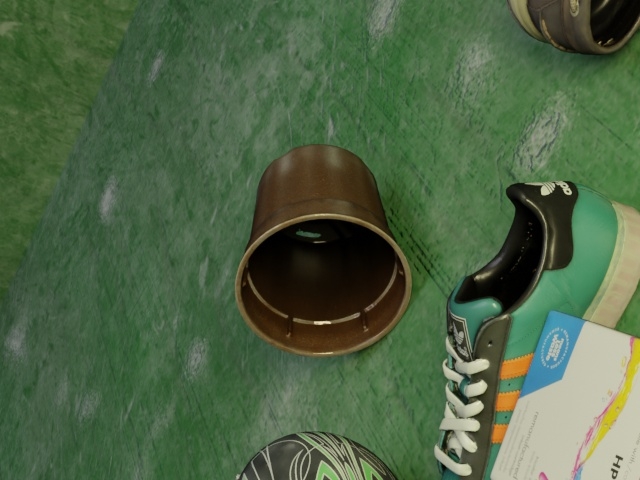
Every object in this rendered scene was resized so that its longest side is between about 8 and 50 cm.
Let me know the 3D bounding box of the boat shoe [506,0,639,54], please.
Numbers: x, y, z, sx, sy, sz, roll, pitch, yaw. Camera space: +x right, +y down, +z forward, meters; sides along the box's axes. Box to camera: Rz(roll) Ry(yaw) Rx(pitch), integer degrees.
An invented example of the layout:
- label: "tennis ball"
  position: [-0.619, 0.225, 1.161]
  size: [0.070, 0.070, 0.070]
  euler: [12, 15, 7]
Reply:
- label: "boat shoe"
  position: [0.272, -0.304, 1.172]
  size: [0.130, 0.132, 0.355]
  euler: [50, 126, 52]

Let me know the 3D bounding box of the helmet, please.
- label: "helmet"
  position: [-0.001, 0.244, 1.261]
  size: [0.169, 0.169, 0.161]
  euler: [-176, 88, -65]

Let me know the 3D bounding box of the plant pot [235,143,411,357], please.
- label: "plant pot"
  position: [0.000, 0.000, 1.460]
  size: [0.167, 0.167, 0.165]
  euler: [-56, 20, 28]

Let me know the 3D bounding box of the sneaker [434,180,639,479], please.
- label: "sneaker"
  position: [0.134, 0.095, 1.135]
  size: [0.302, 0.121, 0.108]
  euler: [-68, 24, 4]

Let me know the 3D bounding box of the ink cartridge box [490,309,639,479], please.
- label: "ink cartridge box"
  position: [0.219, 0.137, 0.980]
  size: [0.231, 0.078, 0.134]
  euler: [19, 89, 65]
